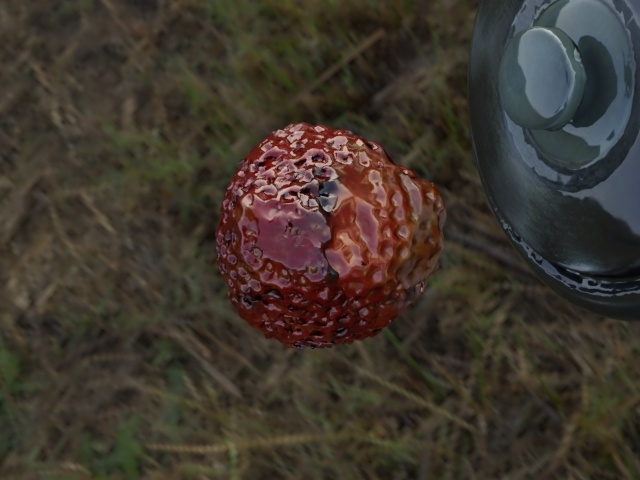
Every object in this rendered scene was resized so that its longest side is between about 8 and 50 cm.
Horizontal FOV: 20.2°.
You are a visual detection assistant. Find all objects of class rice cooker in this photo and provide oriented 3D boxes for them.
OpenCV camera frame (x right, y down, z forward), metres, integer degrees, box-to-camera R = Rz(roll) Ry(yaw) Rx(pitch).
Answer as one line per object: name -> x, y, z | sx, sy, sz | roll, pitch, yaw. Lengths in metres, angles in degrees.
rice cooker -> 0.230, -0.090, 1.033 | 0.317, 0.317, 0.264 | 2, 94, 29

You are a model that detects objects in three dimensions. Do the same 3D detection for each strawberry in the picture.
strawberry -> 0.000, 0.000, 0.630 | 0.083, 0.096, 0.083 | -1, 86, 19
